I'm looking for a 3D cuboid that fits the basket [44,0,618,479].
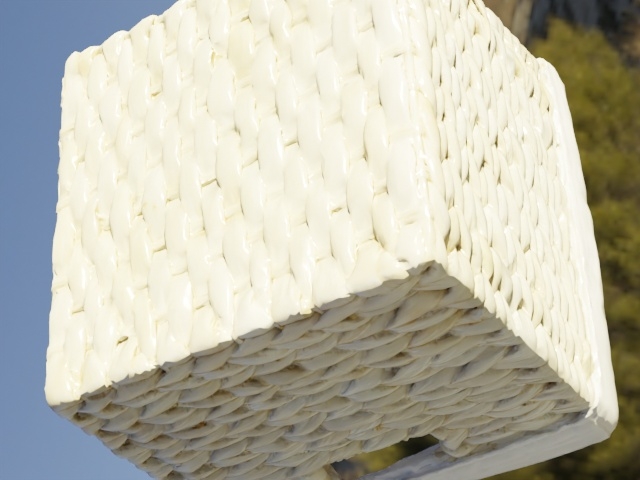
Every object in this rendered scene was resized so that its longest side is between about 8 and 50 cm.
[{"bbox_3d":[0.000,0.000,1.018,0.266,0.328,0.331,38,-141,-46],"label":"basket"}]
